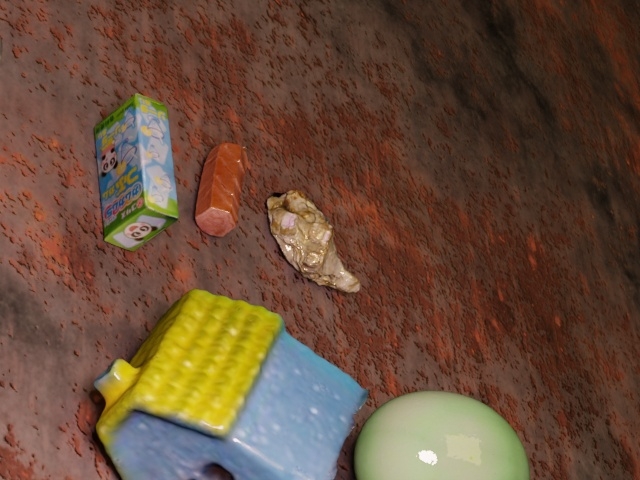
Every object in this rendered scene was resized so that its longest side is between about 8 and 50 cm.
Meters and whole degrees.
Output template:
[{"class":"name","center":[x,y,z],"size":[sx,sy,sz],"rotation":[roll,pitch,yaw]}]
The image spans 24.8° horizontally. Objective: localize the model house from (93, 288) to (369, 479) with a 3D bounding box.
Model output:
[{"class":"model house","center":[-0.123,0.216,1.779],"size":[0.303,0.215,0.237],"rotation":[43,36,-13]}]

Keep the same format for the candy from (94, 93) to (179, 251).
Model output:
[{"class":"candy","center":[-0.249,-0.093,1.970],"size":[0.062,0.097,0.194],"rotation":[23,45,-42]}]

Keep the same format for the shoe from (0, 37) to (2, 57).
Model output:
[{"class":"shoe","center":[-0.506,-0.323,1.766],"size":[0.336,0.171,0.132],"rotation":[24,45,-39]}]

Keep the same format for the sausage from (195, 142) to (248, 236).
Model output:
[{"class":"sausage","center":[-0.142,-0.085,2.132],"size":[0.065,0.065,0.169],"rotation":[37,37,-27]}]

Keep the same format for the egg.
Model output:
[{"class":"egg","center":[0.171,0.322,2.048],"size":[0.269,0.220,0.220],"rotation":[34,39,-32]}]

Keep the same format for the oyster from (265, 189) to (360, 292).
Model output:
[{"class":"oyster","center":[0.000,0.000,2.233],"size":[0.191,0.081,0.163],"rotation":[48,30,-20]}]
